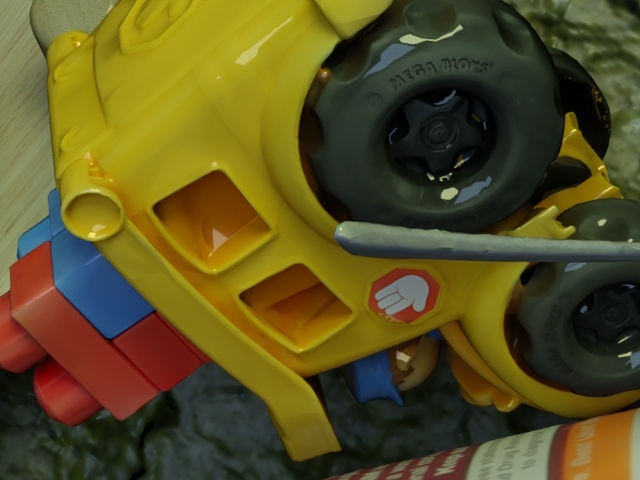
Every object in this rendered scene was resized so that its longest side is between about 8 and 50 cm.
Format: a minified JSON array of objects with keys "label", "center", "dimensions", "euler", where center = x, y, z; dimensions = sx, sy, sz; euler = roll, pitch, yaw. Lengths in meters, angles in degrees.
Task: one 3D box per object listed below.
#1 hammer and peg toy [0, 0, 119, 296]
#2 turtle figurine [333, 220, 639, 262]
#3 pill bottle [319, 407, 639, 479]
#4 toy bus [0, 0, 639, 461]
[{"label":"hammer and peg toy","center":[-0.248,-0.008,0.699],"dimensions":[0.266,0.127,0.361],"euler":[36,76,16]},{"label":"turtle figurine","center":[0.159,-0.072,0.558],"dimensions":[0.275,0.266,0.197],"euler":[-20,59,15]},{"label":"pill bottle","center":[-0.030,0.202,0.626],"dimensions":[0.392,0.224,0.224],"euler":[-15,83,16]},{"label":"toy bus","center":[0.000,0.000,0.628],"dimensions":[0.211,0.149,0.220],"euler":[-38,122,11]}]
